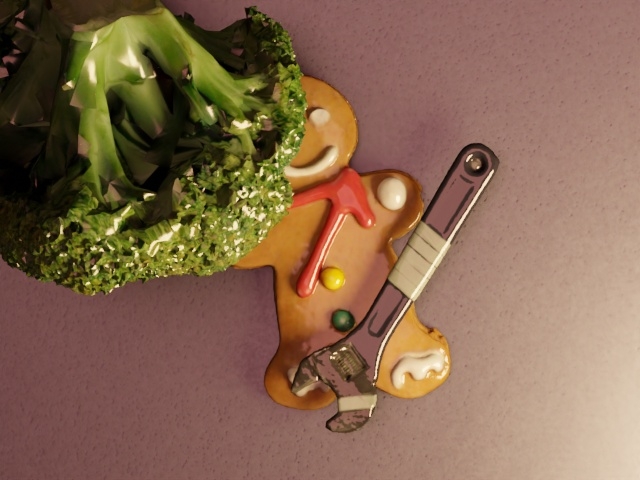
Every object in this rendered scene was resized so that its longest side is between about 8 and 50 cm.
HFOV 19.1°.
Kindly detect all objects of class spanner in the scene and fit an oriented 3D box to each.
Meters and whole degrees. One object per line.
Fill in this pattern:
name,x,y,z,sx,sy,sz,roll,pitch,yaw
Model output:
spanner,0.076,0.041,1.847,0.087,0.024,0.316,31,92,7

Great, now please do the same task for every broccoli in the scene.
broccoli,-0.188,-0.111,1.786,0.321,0.413,0.310,20,131,-26

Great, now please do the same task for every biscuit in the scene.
biscuit,0.000,0.000,1.888,0.216,0.047,0.340,-10,88,6
